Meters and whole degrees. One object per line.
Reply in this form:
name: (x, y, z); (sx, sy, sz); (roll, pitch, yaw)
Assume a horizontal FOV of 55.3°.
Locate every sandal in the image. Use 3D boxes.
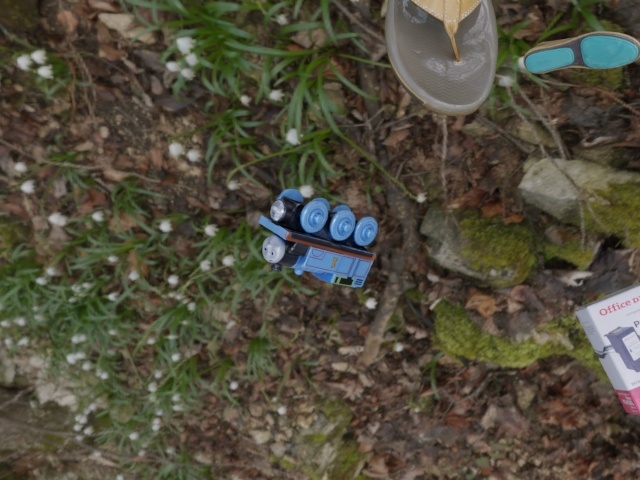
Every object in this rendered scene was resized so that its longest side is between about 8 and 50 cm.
sandal: (0.078, -0.169, 0.375); (0.072, 0.049, 0.180); (4, 93, 4)

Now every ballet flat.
ballet flat: (0.537, -0.394, 1.252); (0.232, 0.073, 0.080); (7, 132, 38)

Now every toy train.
toy train: (0.000, 0.000, 0.806); (0.080, 0.184, 0.105); (28, 100, 45)

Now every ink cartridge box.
ink cartridge box: (0.669, 0.215, 1.262); (0.172, 0.100, 0.237); (-24, 76, 4)
